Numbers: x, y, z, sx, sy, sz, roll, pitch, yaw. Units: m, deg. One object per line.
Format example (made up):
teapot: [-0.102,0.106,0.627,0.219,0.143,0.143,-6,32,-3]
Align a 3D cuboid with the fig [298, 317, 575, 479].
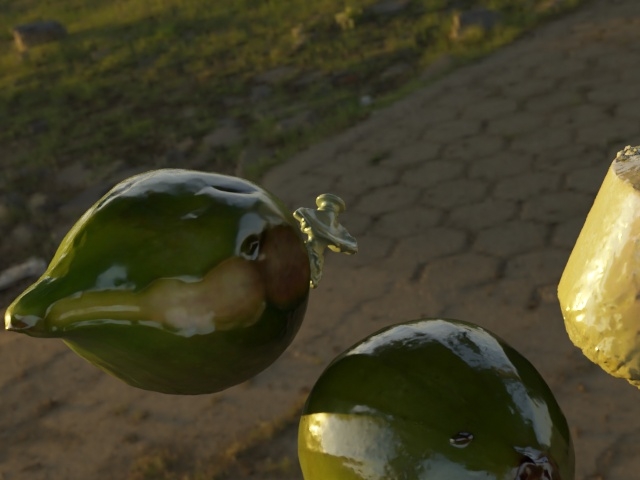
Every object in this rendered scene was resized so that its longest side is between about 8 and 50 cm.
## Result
fig: [0.098,0.157,0.964,0.203,0.203,0.225,-24,7,-23]

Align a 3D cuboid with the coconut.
coconut: [0.358,0.016,1.174,0.239,0.244,0.239,20,18,-7]

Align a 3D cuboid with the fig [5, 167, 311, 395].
fig: [-0.147,0.037,1.013,0.206,0.206,0.275,7,10,41]

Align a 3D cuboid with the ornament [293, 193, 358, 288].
ornament: [0.000,-0.003,1.200,0.092,0.068,0.041,-39,-1,-35]
